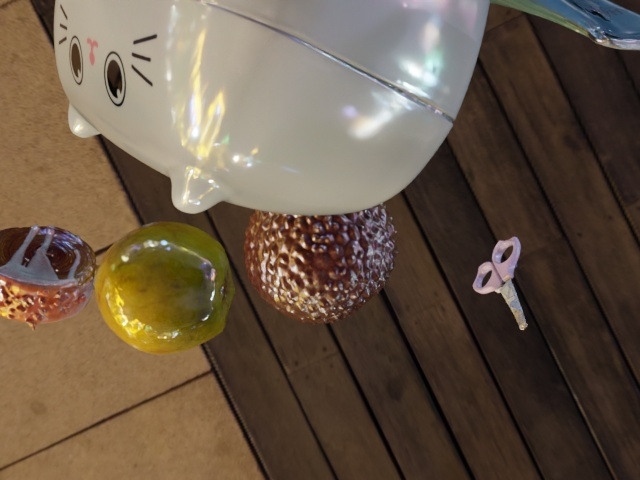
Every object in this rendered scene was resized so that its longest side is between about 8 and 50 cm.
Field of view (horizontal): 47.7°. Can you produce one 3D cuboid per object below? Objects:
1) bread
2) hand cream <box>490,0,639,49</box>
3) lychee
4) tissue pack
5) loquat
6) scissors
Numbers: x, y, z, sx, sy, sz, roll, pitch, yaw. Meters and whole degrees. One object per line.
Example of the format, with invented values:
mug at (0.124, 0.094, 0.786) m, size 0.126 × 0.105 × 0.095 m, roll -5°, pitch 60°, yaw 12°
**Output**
bread at (-0.390, 0.046, 0.994) m, size 0.160 × 0.160 × 0.073 m, roll 22°, pitch 117°, yaw -2°
hand cream at (0.186, -0.199, 0.595) m, size 0.083 × 0.224 × 0.048 m, roll -6°, pitch 124°, yaw -25°
lychee at (-0.002, 0.006, 0.851) m, size 0.194 × 0.194 × 0.194 m, roll 0°, pitch 95°, yaw 0°
tissue pack at (-0.058, -0.149, 0.545) m, size 0.229 × 0.333 × 0.236 m, roll 15°, pitch 101°, yaw -41°
loquat at (-0.264, 0.070, 1.144) m, size 0.246 × 0.213 × 0.213 m, roll 6°, pitch 95°, yaw 5°
scissors at (0.284, 0.072, 1.112) m, size 0.021 × 0.212 × 0.110 m, roll 29°, pitch 114°, yaw -13°
